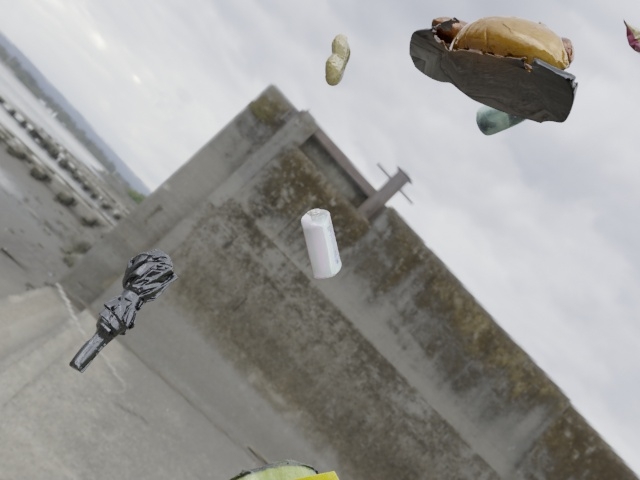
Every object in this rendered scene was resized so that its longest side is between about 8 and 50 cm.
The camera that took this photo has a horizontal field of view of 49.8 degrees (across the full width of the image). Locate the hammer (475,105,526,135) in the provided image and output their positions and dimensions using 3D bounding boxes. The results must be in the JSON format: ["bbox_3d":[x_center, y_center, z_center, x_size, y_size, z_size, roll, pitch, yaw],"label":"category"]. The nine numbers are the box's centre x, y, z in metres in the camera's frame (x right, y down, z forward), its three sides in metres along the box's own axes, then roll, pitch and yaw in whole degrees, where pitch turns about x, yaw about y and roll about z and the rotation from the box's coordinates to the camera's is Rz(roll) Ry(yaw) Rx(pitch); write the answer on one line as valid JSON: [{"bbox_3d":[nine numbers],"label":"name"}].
[{"bbox_3d":[0.389,-0.326,1.519,0.069,0.116,0.194,34,43,-47],"label":"hammer"}]

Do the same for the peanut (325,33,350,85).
[{"bbox_3d":[0.028,-0.291,1.114,0.037,0.083,0.037,13,-1,0],"label":"peanut"}]

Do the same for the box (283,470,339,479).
[{"bbox_3d":[0.003,0.405,0.819,0.153,0.041,0.279,0,33,-28],"label":"box"}]

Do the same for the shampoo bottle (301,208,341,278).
[{"bbox_3d":[0.000,0.000,1.021,0.072,0.043,0.099,-68,146,-71],"label":"shampoo bottle"}]

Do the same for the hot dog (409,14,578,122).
[{"bbox_3d":[0.301,-0.317,1.147,0.326,0.107,0.194,36,-13,26],"label":"hot dog"}]

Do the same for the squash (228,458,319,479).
[{"bbox_3d":[-0.090,0.472,1.149,0.220,0.220,0.133,58,10,-55],"label":"squash"}]

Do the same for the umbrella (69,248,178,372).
[{"bbox_3d":[-0.463,0.161,1.614,0.118,0.340,0.118,26,-28,15],"label":"umbrella"}]

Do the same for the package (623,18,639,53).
[{"bbox_3d":[0.493,-0.301,1.058,0.059,0.029,0.083,16,50,-46],"label":"package"}]
